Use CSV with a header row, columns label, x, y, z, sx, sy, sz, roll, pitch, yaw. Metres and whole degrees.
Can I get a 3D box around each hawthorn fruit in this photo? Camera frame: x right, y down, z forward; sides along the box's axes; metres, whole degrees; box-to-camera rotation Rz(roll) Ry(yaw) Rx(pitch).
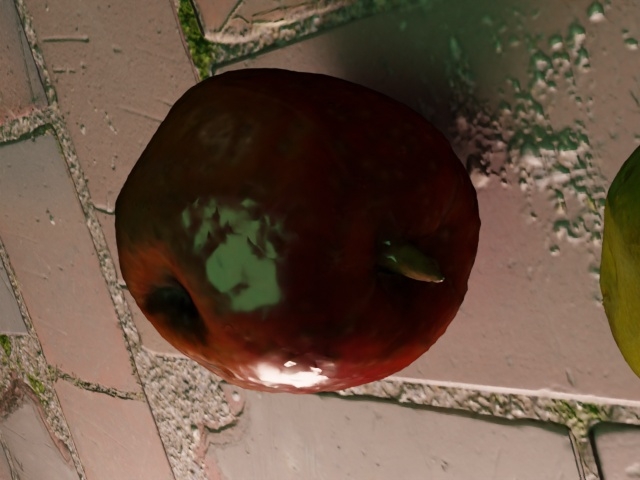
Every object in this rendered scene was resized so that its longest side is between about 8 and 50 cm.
label,x,y,z,sx,sy,sz,roll,pitch,yaw
hawthorn fruit,-0.015,-0.005,0.677,0.262,0.258,0.258,4,115,18

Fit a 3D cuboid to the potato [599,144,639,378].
label,x,y,z,sx,sy,sz,roll,pitch,yaw
potato,0.240,0.008,0.449,0.186,0.148,0.253,38,145,1
